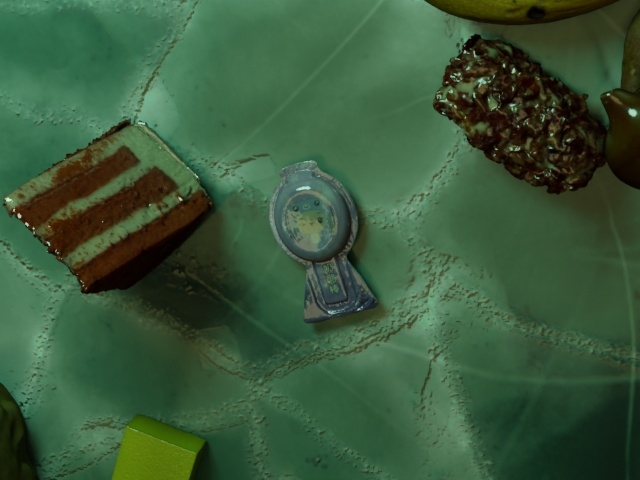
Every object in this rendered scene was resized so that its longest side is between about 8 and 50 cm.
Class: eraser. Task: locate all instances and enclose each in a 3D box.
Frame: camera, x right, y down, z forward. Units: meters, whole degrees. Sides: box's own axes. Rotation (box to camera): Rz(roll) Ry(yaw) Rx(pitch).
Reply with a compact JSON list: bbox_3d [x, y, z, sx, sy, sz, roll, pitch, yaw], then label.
[{"bbox_3d":[-0.207,0.292,1.666,0.097,0.045,0.122,19,106,7],"label":"eraser"}]

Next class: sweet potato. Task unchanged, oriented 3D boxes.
[{"bbox_3d":[0.372,-0.228,1.435,0.078,0.058,0.255,18,111,-13],"label":"sweet potato"}]

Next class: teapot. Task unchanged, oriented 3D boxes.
[{"bbox_3d":[0.403,-0.126,1.398,0.252,0.178,0.135,-2,82,-25],"label":"teapot"}]

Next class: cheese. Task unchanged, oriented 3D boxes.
[{"bbox_3d":[0.000,0.000,1.562,0.105,0.042,0.190,-16,101,15],"label":"cheese"}]

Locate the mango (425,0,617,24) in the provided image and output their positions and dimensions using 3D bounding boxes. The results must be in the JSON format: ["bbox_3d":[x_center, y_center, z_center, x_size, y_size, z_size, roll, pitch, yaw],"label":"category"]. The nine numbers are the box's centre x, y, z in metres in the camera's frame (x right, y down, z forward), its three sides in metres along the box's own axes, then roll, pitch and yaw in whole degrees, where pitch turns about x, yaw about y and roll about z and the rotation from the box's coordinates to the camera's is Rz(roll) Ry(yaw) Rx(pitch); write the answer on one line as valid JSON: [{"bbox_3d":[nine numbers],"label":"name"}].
[{"bbox_3d":[0.206,-0.318,1.415,0.295,0.120,0.177,3,111,12],"label":"mango"}]

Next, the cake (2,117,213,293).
[{"bbox_3d":[-0.271,-0.008,1.514,0.158,0.262,0.159,47,126,3],"label":"cake"}]

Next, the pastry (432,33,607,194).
[{"bbox_3d":[0.224,-0.135,1.465,0.208,0.097,0.115,41,116,-2],"label":"pastry"}]

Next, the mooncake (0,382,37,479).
[{"bbox_3d":[-0.428,0.287,1.614,0.117,0.235,0.234,-9,101,14],"label":"mooncake"}]
